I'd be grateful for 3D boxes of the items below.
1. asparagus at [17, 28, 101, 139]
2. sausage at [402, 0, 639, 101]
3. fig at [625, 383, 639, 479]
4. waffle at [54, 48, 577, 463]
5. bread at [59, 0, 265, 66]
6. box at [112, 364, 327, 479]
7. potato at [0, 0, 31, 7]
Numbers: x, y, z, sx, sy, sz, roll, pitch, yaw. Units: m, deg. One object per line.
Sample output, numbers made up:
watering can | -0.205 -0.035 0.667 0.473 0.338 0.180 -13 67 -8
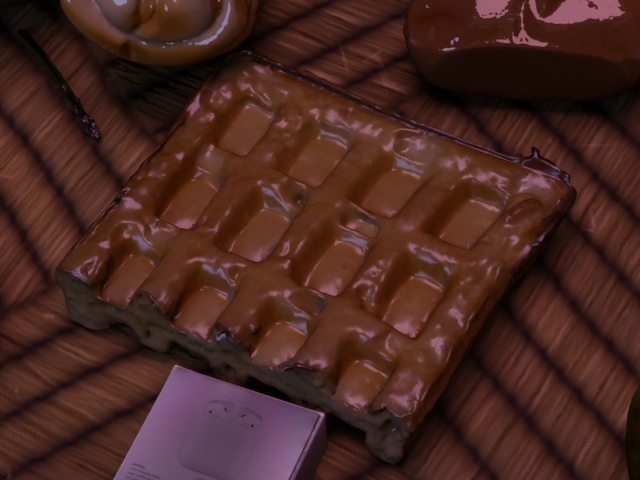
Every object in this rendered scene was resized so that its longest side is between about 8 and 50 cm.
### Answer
asparagus | -0.242 -0.147 1.619 0.013 0.016 0.166 -2 42 -42
sausage | 0.193 -0.193 1.560 0.241 0.120 0.136 8 58 10
fig | 0.324 0.158 1.262 0.191 0.181 0.181 17 51 -17
waffle | 0.000 -0.001 1.454 0.348 0.077 0.304 24 56 20
bread | -0.126 -0.266 1.618 0.173 0.121 0.311 8 38 4
box | -0.079 0.175 1.340 0.130 0.051 0.129 17 55 14
potato | -0.379 -0.296 1.618 0.351 0.218 0.202 -19 89 14
